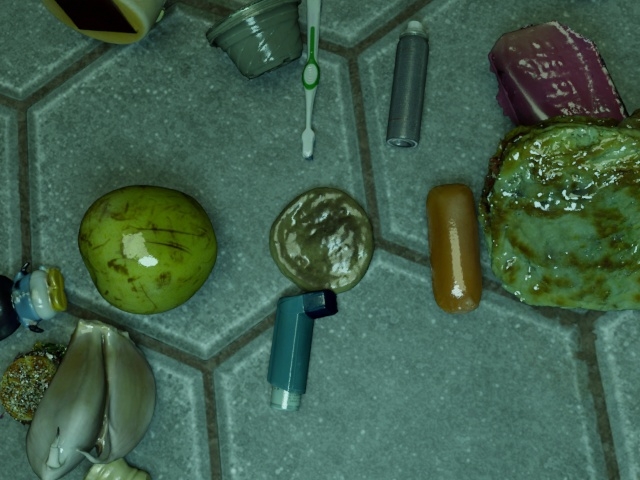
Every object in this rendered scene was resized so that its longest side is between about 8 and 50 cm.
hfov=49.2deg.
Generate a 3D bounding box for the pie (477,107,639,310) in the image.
[{"bbox_3d":[0.509,-0.038,1.357,0.395,0.180,0.418,-6,112,14],"label":"pie"}]

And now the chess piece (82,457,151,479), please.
[{"bbox_3d":[-0.384,0.519,1.446,0.200,0.090,0.090,35,85,0],"label":"chess piece"}]

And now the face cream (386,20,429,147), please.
[{"bbox_3d":[0.195,-0.346,1.540,0.073,0.073,0.283,6,80,8],"label":"face cream"}]

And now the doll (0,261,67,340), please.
[{"bbox_3d":[-0.715,0.143,1.518,0.314,0.141,0.177,-15,75,0],"label":"doll"}]

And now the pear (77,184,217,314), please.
[{"bbox_3d":[-0.353,0.013,1.446,0.283,0.283,0.284,-1,79,6],"label":"pear"}]

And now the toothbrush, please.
[{"bbox_3d":[-0.021,-0.385,1.589,0.042,0.040,0.418,0,79,8],"label":"toothbrush"}]

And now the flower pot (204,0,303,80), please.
[{"bbox_3d":[-0.127,-0.444,1.540,0.235,0.235,0.140,-23,100,2],"label":"flower pot"}]

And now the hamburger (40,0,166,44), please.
[{"bbox_3d":[-0.485,-0.572,1.550,0.302,0.302,0.170,12,74,9],"label":"hamburger"}]

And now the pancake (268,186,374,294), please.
[{"bbox_3d":[0.000,0.000,1.508,0.242,0.050,0.242,-1,78,7],"label":"pancake"}]

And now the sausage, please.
[{"bbox_3d":[0.277,0.017,1.449,0.105,0.105,0.274,-4,79,6],"label":"sausage"}]

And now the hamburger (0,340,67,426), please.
[{"bbox_3d":[-0.609,0.307,1.497,0.164,0.093,0.189,19,80,10],"label":"hamburger"}]

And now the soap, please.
[{"bbox_3d":[0.496,-0.314,1.476,0.220,0.127,0.325,-20,77,0],"label":"soap"}]

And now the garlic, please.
[{"bbox_3d":[-0.435,0.344,1.365,0.231,0.340,0.246,24,115,-21],"label":"garlic"}]

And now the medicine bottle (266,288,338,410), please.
[{"bbox_3d":[-0.044,0.224,1.452,0.124,0.079,0.258,6,81,24],"label":"medicine bottle"}]
